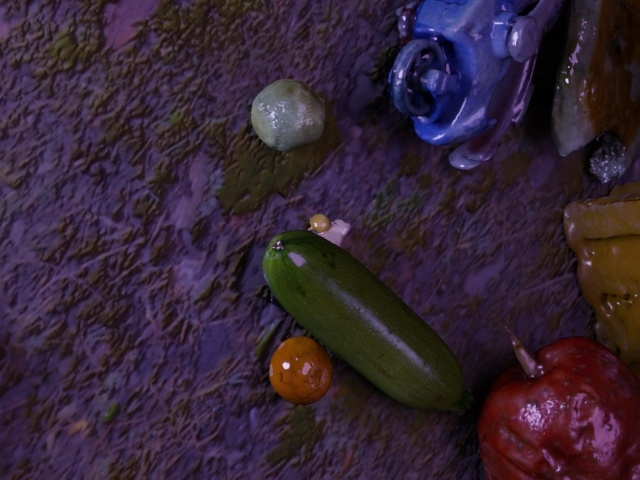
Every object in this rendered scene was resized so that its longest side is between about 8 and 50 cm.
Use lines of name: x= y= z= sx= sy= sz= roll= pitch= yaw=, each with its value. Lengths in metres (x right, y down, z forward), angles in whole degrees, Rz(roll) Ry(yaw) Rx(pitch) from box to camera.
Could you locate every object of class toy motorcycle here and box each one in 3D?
toy motorcycle: x=0.212 y=-0.236 z=1.973 sx=0.241 sy=0.182 sz=0.319 roll=44 pitch=65 yaw=-23

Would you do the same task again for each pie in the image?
pie: x=0.396 y=-0.234 z=2.122 sx=0.302 sy=0.067 sz=0.303 roll=-9 pitch=102 yaw=-51

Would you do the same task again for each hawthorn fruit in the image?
hawthorn fruit: x=0.322 y=0.257 z=1.985 sx=0.258 sy=0.258 sz=0.262 roll=-49 pitch=140 yaw=-25

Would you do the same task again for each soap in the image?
soap: x=0.505 y=0.065 z=2.049 sx=0.169 sy=0.338 sz=0.304 roll=-24 pitch=98 yaw=-29

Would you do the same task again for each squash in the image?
squash: x=0.057 y=0.104 z=1.882 sx=0.395 sy=0.107 sz=0.107 roll=40 pitch=67 yaw=-34

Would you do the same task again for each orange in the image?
orange: x=-0.025 y=0.157 z=1.868 sx=0.083 sy=0.070 sz=0.083 roll=-11 pitch=106 yaw=-41

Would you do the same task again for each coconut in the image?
coconut: x=-0.035 y=-0.153 z=1.873 sx=0.096 sy=0.088 sz=0.088 roll=-30 pitch=103 yaw=-24

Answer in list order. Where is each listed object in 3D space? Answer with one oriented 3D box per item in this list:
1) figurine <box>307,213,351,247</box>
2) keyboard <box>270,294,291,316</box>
figurine: x=0.000 y=0.000 z=1.910 sx=0.050 sy=0.047 sz=0.083 roll=36 pitch=64 yaw=-14
keyboard: x=0.005 y=0.095 z=1.925 sx=0.155 sy=0.010 sz=0.053 roll=36 pitch=71 yaw=-26
